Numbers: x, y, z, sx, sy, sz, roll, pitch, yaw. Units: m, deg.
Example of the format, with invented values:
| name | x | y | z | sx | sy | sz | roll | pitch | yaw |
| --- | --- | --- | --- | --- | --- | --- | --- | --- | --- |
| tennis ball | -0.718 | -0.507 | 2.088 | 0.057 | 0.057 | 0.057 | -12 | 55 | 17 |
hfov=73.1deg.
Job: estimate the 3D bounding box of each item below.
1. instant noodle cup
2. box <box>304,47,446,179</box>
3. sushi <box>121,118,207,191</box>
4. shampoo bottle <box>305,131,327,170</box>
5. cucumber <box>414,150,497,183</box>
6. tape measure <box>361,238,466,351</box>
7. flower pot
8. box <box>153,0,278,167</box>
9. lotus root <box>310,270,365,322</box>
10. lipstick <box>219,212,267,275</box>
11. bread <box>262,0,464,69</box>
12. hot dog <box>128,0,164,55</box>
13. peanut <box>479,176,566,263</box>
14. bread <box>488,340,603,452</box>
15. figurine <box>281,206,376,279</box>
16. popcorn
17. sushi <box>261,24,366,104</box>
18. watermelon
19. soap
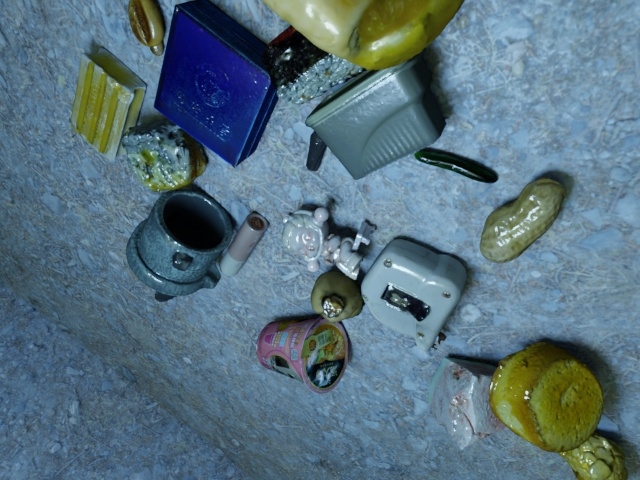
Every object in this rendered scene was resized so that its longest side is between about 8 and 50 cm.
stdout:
| name | x | y | z | sx | sy | sz | roll | pitch | yaw |
| --- | --- | --- | --- | --- | --- | --- | --- | --- | --- |
| instant noodle cup | -0.071 | 0.355 | 1.408 | 0.254 | 0.244 | 0.244 | -3 | 122 | 41 |
| box | 0.124 | -0.258 | 0.895 | 0.274 | 0.138 | 0.178 | -20 | 118 | 41 |
| sushi | -0.430 | -0.242 | 1.208 | 0.274 | 0.139 | 0.184 | 0 | 126 | 26 |
| shampoo bottle | -0.007 | -0.231 | 1.050 | 0.048 | 0.027 | 0.137 | 26 | 132 | 8 |
| cucumber | 0.291 | -0.162 | 0.930 | 0.184 | 0.033 | 0.036 | 21 | 113 | 13 |
| tape measure | 0.239 | 0.141 | 1.123 | 0.265 | 0.130 | 0.258 | 24 | 134 | 13 |
| flower pot | -0.421 | 0.031 | 1.316 | 0.299 | 0.299 | 0.283 | 44 | 126 | -6 |
| box | -0.243 | -0.364 | 1.032 | 0.261 | 0.116 | 0.279 | 36 | 135 | -1 |
| lotus root | 0.050 | 0.158 | 1.202 | 0.154 | 0.257 | 0.140 | 26 | 93 | 3 |
| lipstick | -0.243 | 0.018 | 1.342 | 0.070 | 0.070 | 0.254 | 39 | 133 | -1 |
| bread | 0.052 | -0.467 | 0.662 | 0.394 | 0.250 | 0.361 | 40 | 99 | -6 |
| hot dog | -0.416 | -0.524 | 1.048 | 0.089 | 0.060 | 0.140 | 4 | 118 | 32 |
| peanut | 0.415 | -0.039 | 0.907 | 0.108 | 0.095 | 0.226 | 32 | 132 | 0 |
| bread | 0.553 | 0.377 | 1.050 | 0.268 | 0.268 | 0.145 | 50 | 171 | -12 |
| figurine | 0.005 | -0.010 | 1.148 | 0.256 | 0.145 | 0.182 | 23 | 152 | 10 |
| popcorn | 0.743 | 0.590 | 1.163 | 0.194 | 0.140 | 0.163 | 48 | 163 | 4 |
| sushi | 0.002 | -0.366 | 0.852 | 0.225 | 0.136 | 0.126 | -29 | 83 | 21 |
| watermelon | 0.428 | 0.440 | 1.187 | 0.310 | 0.231 | 0.193 | 5 | 90 | 38 |
| soap | -0.616 | -0.383 | 1.243 | 0.173 | 0.089 | 0.274 | 42 | 133 | -3 |
